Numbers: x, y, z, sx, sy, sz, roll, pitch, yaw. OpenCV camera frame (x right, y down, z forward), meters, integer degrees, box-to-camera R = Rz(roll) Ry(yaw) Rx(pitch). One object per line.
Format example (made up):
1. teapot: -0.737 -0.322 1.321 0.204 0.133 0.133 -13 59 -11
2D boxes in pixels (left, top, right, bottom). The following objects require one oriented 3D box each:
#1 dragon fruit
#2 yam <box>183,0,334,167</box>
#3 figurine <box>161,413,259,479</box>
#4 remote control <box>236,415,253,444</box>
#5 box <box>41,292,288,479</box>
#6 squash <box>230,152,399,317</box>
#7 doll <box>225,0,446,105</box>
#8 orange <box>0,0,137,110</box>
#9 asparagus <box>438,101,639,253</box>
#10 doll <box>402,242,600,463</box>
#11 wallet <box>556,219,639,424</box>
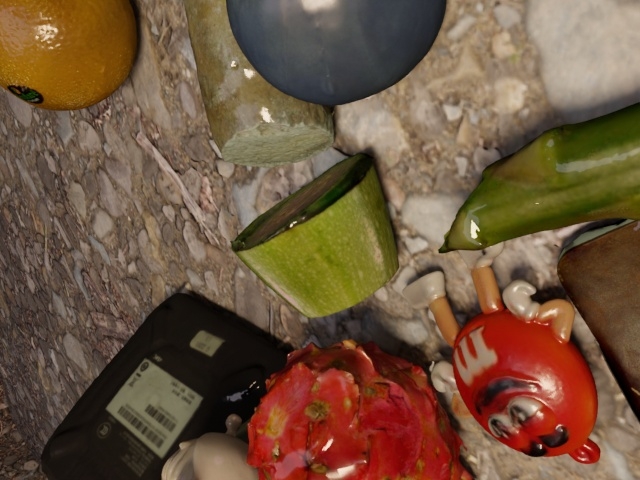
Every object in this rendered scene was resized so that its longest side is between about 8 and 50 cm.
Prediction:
1. dragon fruit: 0.052 0.221 0.644 0.268 0.205 0.210 29 163 -14
2. yam: -0.073 -0.235 0.605 0.133 0.133 0.331 2 107 48
3. figurine: -0.103 0.302 0.619 0.144 0.181 0.257 -39 48 20
4. remote control: -0.078 0.289 0.743 0.123 0.285 0.038 55 162 1
5. box: -0.229 0.263 0.886 0.359 0.350 0.091 18 156 43
6. squash: 0.000 0.000 0.618 0.170 0.170 0.123 -10 113 50
7. doll: 0.010 -0.239 0.473 0.227 0.154 0.259 -3 130 8
8. orange: -0.365 -0.290 0.827 0.236 0.236 0.237 25 126 39
9. asparagus: 0.210 -0.054 0.399 0.343 0.082 0.085 -17 91 49
10. doll: 0.163 0.111 0.547 0.217 0.085 0.183 62 144 16
11. wallet: 0.282 0.096 0.445 0.137 0.031 0.256 -35 81 54
